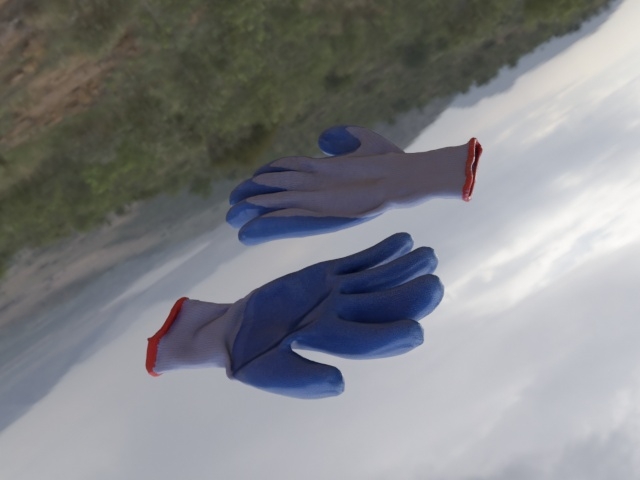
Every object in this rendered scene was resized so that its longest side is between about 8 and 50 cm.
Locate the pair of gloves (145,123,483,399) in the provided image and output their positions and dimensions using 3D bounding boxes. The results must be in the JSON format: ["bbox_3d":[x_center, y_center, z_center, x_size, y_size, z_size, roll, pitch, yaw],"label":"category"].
[{"bbox_3d":[0.000,0.000,0.485,0.159,0.023,0.198,-7,-139,29],"label":"pair of gloves"}]
